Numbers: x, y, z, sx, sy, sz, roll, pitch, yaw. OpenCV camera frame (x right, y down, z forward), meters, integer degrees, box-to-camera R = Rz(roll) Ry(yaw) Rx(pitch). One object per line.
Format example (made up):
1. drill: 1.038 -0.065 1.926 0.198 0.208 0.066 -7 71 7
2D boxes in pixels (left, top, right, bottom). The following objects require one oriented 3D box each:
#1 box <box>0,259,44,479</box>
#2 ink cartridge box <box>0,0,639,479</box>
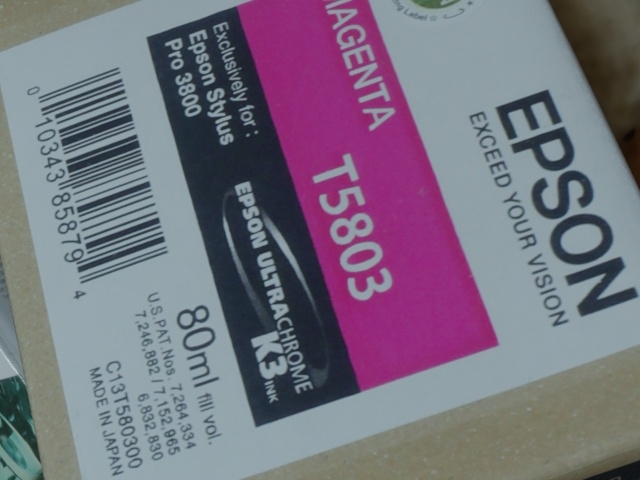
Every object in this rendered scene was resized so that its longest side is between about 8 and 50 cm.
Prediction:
1. box: -0.230 0.068 0.656 0.232 0.058 0.322 53 125 13
2. ink cartridge box: 0.000 0.000 0.504 0.193 0.088 0.235 -20 59 2
